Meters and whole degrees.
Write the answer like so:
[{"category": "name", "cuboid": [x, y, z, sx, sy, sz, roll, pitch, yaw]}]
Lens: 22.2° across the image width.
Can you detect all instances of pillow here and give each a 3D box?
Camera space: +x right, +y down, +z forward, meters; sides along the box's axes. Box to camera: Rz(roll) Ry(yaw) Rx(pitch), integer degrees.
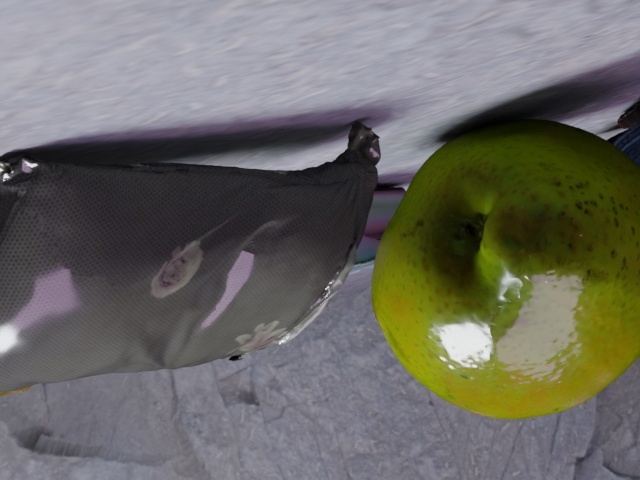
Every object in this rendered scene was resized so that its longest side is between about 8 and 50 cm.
[{"category": "pillow", "cuboid": [-0.072, 0.021, 0.779, 0.255, 0.059, 0.169, -5, 143, -49]}]

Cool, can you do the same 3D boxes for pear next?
[{"category": "pear", "cuboid": [0.119, 0.015, 0.969, 0.187, 0.187, 0.219, -16, 174, 10]}]

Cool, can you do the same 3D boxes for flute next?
[{"category": "flute", "cuboid": [0.217, -0.093, 0.991, 0.014, 0.014, 0.269, -15, 176, -4]}]

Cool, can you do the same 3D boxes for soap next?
[{"category": "soap", "cuboid": [0.000, 0.000, 1.154, 0.100, 0.056, 0.149, -19, 175, 23]}]

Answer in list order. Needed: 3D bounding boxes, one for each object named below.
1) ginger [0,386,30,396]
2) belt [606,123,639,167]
[{"category": "ginger", "cuboid": [-0.169, 0.041, 0.905, 0.115, 0.081, 0.205, -27, 179, -17]}, {"category": "belt", "cuboid": [0.271, -0.026, 1.197, 0.190, 0.141, 0.082, -12, 174, -10]}]
